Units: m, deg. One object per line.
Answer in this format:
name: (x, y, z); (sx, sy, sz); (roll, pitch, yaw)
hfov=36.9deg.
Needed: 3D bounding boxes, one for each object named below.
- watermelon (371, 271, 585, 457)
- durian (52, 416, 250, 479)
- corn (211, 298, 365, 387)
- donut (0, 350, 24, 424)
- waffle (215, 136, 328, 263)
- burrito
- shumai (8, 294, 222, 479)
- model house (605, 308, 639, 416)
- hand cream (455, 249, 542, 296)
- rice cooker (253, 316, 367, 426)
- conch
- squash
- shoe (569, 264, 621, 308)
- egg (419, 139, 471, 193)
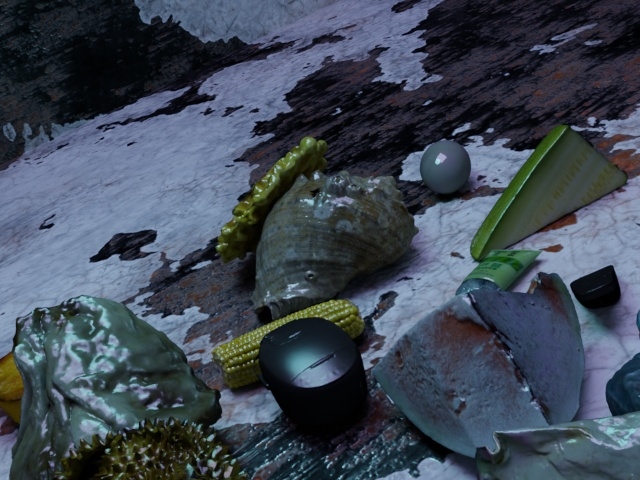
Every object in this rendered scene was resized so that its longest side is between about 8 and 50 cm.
watermelon: (0.192, 0.136, 1.253); (0.289, 0.214, 0.320); (-5, 39, 32)
durian: (-0.205, 0.346, 1.092); (0.293, 0.258, 0.258); (-30, 25, -1)
corn: (-0.050, 0.161, 1.526); (0.248, 0.081, 0.081); (-21, 25, -6)
donut: (-0.487, 0.245, 1.634); (0.152, 0.101, 0.259); (-30, 28, -21)
waffle: (-0.089, -0.074, 1.876); (0.307, 0.060, 0.312); (-49, -11, -4)
burrito: (0.282, 0.264, 1.055); (0.228, 0.144, 0.089); (-9, -18, 21)
shumai: (-0.316, 0.198, 1.334); (0.309, 0.263, 0.304); (-25, -3, -27)
model house: (0.454, 0.079, 1.109); (0.253, 0.291, 0.184); (-24, 30, -13)
hand cream: (0.282, 0.054, 1.559); (0.095, 0.046, 0.175); (0, 28, 40)
rice cooker: (-0.014, 0.190, 1.396); (0.142, 0.118, 0.203); (-27, 26, -16)
conch: (-0.006, -0.017, 1.740); (0.352, 0.210, 0.297); (-29, 12, -25)
squash: (0.394, -0.058, 1.735); (0.289, 0.203, 0.111); (-58, 31, 0)
shoe: (0.410, 0.079, 1.413); (0.071, 0.049, 0.179); (-24, 0, 15)
egg: (0.252, -0.149, 1.932); (0.103, 0.103, 0.135); (-10, 24, 17)
